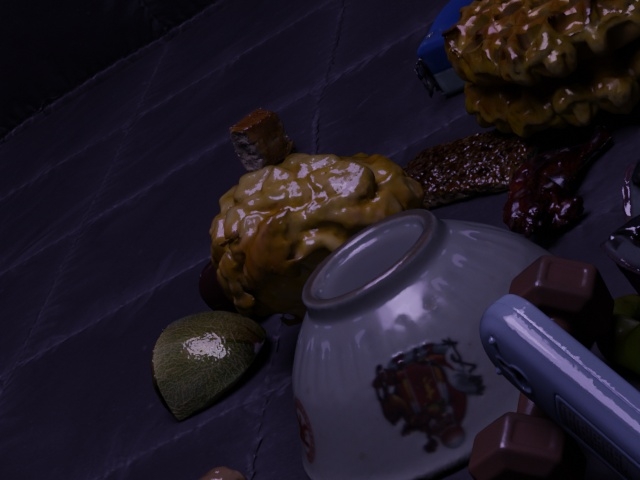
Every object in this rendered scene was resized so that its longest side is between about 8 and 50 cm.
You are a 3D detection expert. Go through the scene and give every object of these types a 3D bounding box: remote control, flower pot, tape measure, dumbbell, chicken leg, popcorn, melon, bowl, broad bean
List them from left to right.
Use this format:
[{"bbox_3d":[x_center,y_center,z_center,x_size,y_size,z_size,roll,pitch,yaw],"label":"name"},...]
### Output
[{"bbox_3d":[-0.128,0.122,1.952,0.128,0.079,0.160,-23,22,34],"label":"melon"},{"bbox_3d":[-0.099,0.048,2.072,0.111,0.111,0.089,-48,8,-33],"label":"flower pot"},{"bbox_3d":[0.000,0.000,1.843,0.250,0.190,0.250,-2,-6,0],"label":"popcorn"},{"bbox_3d":[0.084,0.073,1.601,0.337,0.157,0.337,-30,19,12],"label":"bowl"},{"bbox_3d":[0.301,-0.324,2.278,0.351,0.098,0.215,-20,25,32],"label":"tape measure"},{"bbox_3d":[0.183,0.117,1.373,0.092,0.082,0.231,11,48,10],"label":"dumbbell"},{"bbox_3d":[0.251,-0.061,1.803,0.089,0.048,0.219,2,29,23],"label":"chicken leg"},{"bbox_3d":[0.205,0.126,1.243,0.047,0.087,0.244,-39,53,-12],"label":"remote control"},{"bbox_3d":[0.277,0.088,1.405,0.070,0.048,0.213,-35,16,2],"label":"broad bean"}]

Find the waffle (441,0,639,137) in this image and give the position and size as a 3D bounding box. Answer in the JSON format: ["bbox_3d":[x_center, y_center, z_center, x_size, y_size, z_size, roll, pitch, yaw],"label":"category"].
[{"bbox_3d":[0.291,-0.237,1.976,0.261,0.151,0.324,-27,15,-14],"label":"waffle"}]

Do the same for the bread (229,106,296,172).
[{"bbox_3d":[-0.091,-0.149,2.526,0.070,0.083,0.076,-34,20,-26],"label":"bread"}]

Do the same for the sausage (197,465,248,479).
[{"bbox_3d":[-0.176,0.327,1.580,0.301,0.066,0.066,-45,21,-20],"label":"sausage"}]

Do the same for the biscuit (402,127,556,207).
[{"bbox_3d":[0.169,-0.088,2.036,0.237,0.026,0.131,-12,28,47],"label":"biscuit"}]

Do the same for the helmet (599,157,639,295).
[{"bbox_3d":[0.375,-0.017,1.267,0.271,0.197,0.338,-30,12,36],"label":"helmet"}]
